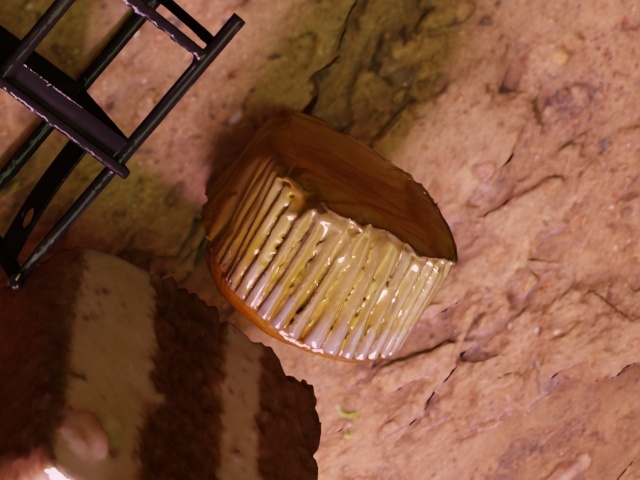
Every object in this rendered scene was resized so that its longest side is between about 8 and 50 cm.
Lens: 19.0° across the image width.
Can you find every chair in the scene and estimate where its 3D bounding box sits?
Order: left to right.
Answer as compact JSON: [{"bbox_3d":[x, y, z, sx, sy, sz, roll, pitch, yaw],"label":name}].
[{"bbox_3d":[-0.202,-0.115,1.405,0.141,0.154,0.260,38,94,-34],"label":"chair"}]

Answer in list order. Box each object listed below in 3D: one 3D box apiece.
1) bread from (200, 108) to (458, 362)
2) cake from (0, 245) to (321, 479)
[{"bbox_3d":[0.000,0.000,1.498,0.179,0.250,0.133,22,108,-19],"label":"bread"},{"bbox_3d":[-0.176,0.181,1.470,0.256,0.282,0.290,-30,127,25],"label":"cake"}]
